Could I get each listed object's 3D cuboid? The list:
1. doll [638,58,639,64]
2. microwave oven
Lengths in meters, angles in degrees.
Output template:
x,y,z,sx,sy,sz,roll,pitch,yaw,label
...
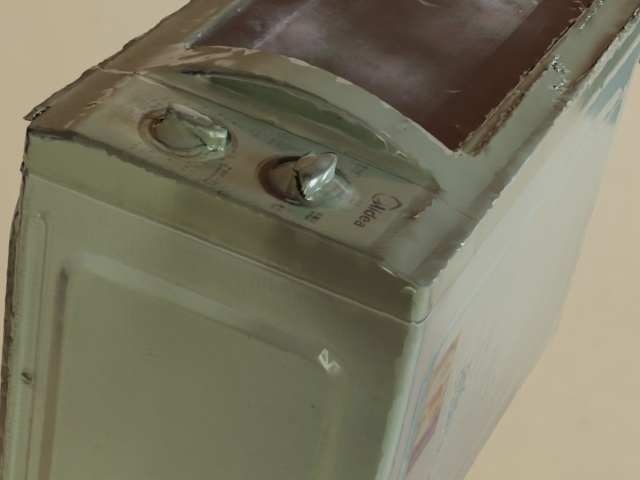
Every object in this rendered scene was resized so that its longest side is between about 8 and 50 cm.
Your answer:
x,y,z,sx,sy,sz,roll,pitch,yaw,label
0.204,-0.101,0.791,0.059,0.158,0.159,-22,-131,-24,doll
0.000,0.000,0.565,0.129,0.163,0.205,23,-145,15,microwave oven
